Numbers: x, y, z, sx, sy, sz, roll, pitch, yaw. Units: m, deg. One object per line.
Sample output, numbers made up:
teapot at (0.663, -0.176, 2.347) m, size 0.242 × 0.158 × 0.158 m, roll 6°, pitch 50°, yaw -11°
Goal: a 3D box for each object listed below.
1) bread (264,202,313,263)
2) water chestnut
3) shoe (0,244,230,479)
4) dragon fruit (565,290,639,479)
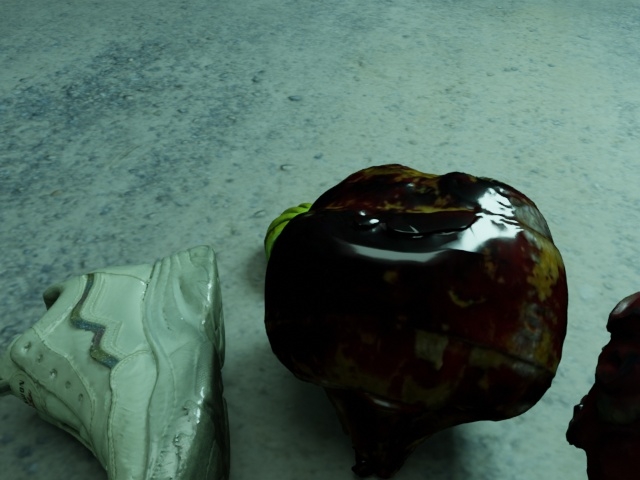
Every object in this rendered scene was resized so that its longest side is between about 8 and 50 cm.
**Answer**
bread at (0.000, 0.000, 0.831) m, size 0.139 × 0.071 × 0.130 m, roll 8°, pitch 34°, yaw 8°
water chestnut at (0.081, 0.062, 0.620) m, size 0.289 × 0.244 × 0.289 m, roll -3°, pitch 31°, yaw 2°
shoe at (-0.193, 0.136, 0.606) m, size 0.210 × 0.132 × 0.342 m, roll -7°, pitch 34°, yaw -5°
dragon fruit at (0.329, 0.154, 0.447) m, size 0.329 × 0.329 × 0.329 m, roll 1°, pitch 37°, yaw -1°
